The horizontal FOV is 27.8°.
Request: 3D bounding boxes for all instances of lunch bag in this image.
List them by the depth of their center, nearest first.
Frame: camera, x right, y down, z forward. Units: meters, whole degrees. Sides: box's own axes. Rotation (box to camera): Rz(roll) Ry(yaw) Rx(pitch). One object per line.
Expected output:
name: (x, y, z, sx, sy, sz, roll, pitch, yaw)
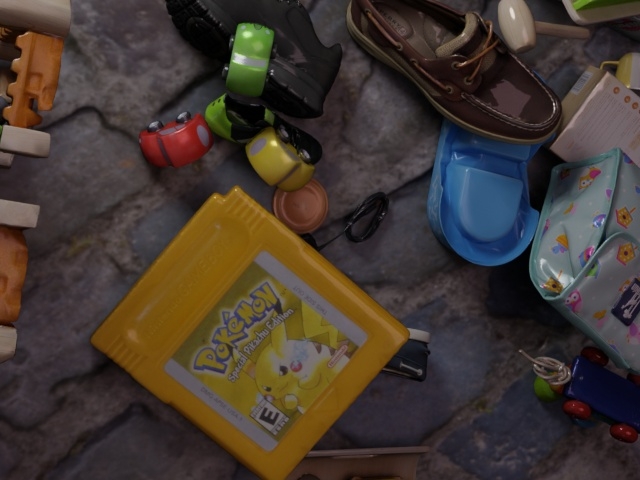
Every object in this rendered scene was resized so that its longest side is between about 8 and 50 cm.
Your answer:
lunch bag: (0.422, 0.036, 1.860, 0.223, 0.160, 0.262, 39, 51, -30)

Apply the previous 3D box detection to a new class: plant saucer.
plant saucer: (-0.027, -0.050, 1.812, 0.083, 0.013, 0.084, -1, 92, -22)

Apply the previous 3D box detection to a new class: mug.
mug: (0.477, -0.256, 1.993, 0.078, 0.062, 0.064, 14, 79, -29)

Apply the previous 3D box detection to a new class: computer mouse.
computer mouse: (0.000, 0.000, 1.816, 0.242, 0.041, 0.071, -32, 119, -26)

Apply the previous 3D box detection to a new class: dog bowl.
dog bowl: (0.244, -0.111, 1.891, 0.165, 0.074, 0.297, 12, 87, -23)

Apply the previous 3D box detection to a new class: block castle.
block castle: (-0.444, -0.083, 1.481, 0.212, 0.303, 0.453, 10, 87, -22)

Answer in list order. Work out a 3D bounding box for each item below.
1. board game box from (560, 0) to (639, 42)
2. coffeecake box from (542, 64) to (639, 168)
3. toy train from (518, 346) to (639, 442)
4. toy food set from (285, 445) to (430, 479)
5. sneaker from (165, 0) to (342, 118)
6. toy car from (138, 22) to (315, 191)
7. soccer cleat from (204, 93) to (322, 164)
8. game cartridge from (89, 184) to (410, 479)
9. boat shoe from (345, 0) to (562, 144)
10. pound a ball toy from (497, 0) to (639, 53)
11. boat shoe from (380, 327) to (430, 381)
board game box: (0.475, -0.439, 1.965, 0.303, 0.097, 0.224, 22, 83, -21)
coffeecake box: (0.442, -0.152, 1.956, 0.185, 0.068, 0.142, 35, 96, -20)
toy train: (0.363, 0.212, 1.922, 0.248, 0.143, 0.105, 27, 74, -16)
toy food set: (0.053, 0.442, 1.820, 0.219, 0.092, 0.306, 1, 92, -22)
sneaker: (-0.088, -0.288, 1.741, 0.286, 0.109, 0.130, 38, 71, -29)
toy car: (-0.107, -0.170, 1.670, 0.239, 0.053, 0.225, 11, 120, -6)
soccer cleat: (-0.070, -0.147, 1.753, 0.178, 0.072, 0.060, 19, 62, -22)
game cartridge: (-0.092, 0.126, 1.707, 0.323, 0.053, 0.285, 40, 95, -12)
boat shoe: (0.187, -0.254, 1.775, 0.342, 0.123, 0.123, 37, 77, 4)
pound a ball toy: (0.393, -0.371, 1.778, 0.319, 0.208, 0.136, -18, 83, -47)
boat shoe: (0.041, 0.156, 1.808, 0.254, 0.095, 0.079, 9, 77, -32)
